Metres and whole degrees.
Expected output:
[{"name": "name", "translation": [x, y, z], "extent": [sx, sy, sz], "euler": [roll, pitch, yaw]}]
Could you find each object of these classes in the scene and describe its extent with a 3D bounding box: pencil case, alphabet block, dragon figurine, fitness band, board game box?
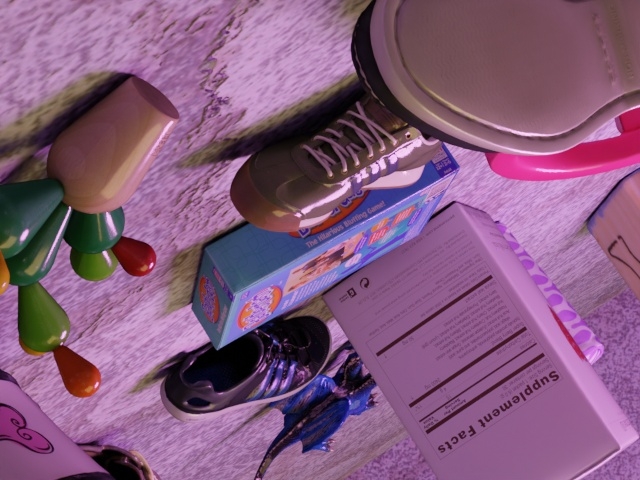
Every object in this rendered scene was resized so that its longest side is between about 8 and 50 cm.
[{"name": "pencil case", "translation": [0.231, 0.077, 1.834], "extent": [0.088, 0.206, 0.086], "euler": [-44, 158, 22]}, {"name": "alphabet block", "translation": [0.507, -0.015, 2.182], "extent": [0.193, 0.197, 0.192], "euler": [-30, 168, -15]}, {"name": "dragon figurine", "translation": [-0.005, 0.215, 2.040], "extent": [0.289, 0.085, 0.144], "euler": [-38, 166, 2]}, {"name": "fitness band", "translation": [0.267, -0.121, 1.330], "extent": [0.291, 0.054, 0.209], "euler": [-25, 160, 38]}, {"name": "board game box", "translation": [0.000, 0.000, 1.310], "extent": [0.210, 0.047, 0.160], "euler": [-30, 168, -18]}]

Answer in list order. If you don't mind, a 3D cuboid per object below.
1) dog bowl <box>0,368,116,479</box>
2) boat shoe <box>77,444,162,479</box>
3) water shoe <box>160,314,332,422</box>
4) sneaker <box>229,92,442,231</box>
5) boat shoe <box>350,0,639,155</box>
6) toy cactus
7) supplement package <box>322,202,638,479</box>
[{"name": "dog bowl", "translation": [-0.336, 0.207, 1.030], "extent": [0.408, 0.150, 0.408], "euler": [-32, 167, -8]}, {"name": "boat shoe", "translation": [-0.216, 0.258, 1.628], "extent": [0.091, 0.109, 0.305], "euler": [-31, 165, 12]}, {"name": "water shoe", "translation": [-0.057, 0.117, 1.565], "extent": [0.203, 0.073, 0.080], "euler": [-25, 163, -36]}, {"name": "sneaker", "translation": [0.024, -0.069, 1.088], "extent": [0.192, 0.064, 0.086], "euler": [-20, 155, -48]}, {"name": "boat shoe", "translation": [0.107, -0.112, 0.990], "extent": [0.113, 0.127, 0.340], "euler": [-13, -175, 39]}, {"name": "toy cactus", "translation": [-0.141, -0.004, 0.855], "extent": [0.180, 0.112, 0.219], "euler": [-47, 156, 16]}, {"name": "supplement package", "translation": [0.169, 0.132, 1.673], "extent": [0.175, 0.293, 0.177], "euler": [-35, 168, 12]}]
